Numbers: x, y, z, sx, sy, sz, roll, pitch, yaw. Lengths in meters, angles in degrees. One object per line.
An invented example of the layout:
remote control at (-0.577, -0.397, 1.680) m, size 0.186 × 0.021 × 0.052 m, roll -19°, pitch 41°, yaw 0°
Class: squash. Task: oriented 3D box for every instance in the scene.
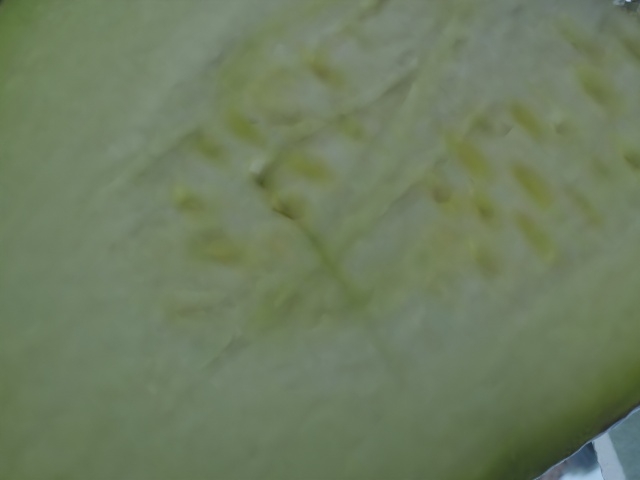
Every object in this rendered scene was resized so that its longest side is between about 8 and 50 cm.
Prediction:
squash at (0.000, 0.000, 0.453) m, size 0.204 × 0.237 × 0.155 m, roll -53°, pitch 176°, yaw 20°

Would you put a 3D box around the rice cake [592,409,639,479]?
rice cake at (0.152, 0.053, 0.717) m, size 0.085 × 0.226 × 0.040 m, roll -5°, pitch -136°, yaw 18°
